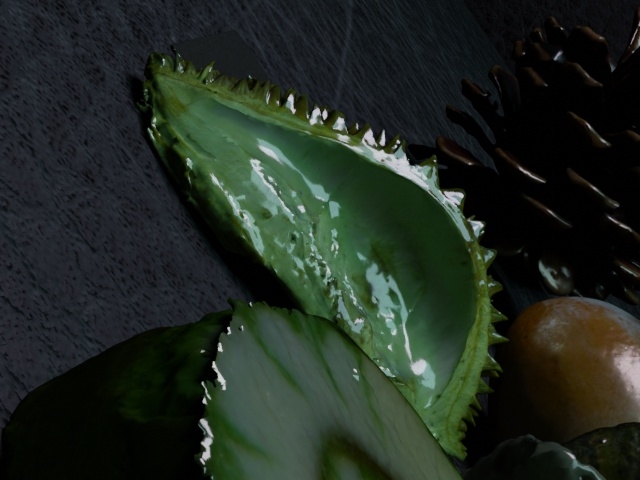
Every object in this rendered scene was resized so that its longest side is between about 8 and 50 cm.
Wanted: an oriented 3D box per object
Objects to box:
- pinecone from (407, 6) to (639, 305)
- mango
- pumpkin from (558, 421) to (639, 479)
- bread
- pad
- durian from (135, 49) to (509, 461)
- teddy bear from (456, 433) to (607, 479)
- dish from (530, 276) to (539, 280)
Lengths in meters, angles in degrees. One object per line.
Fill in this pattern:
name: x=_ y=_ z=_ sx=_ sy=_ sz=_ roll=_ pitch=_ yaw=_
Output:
pinecone: x=0.316 y=-0.121 z=1.595 sx=0.384 sy=0.384 sz=0.384 roll=49 pitch=18 yaw=-22
mango: x=0.264 y=0.220 z=1.197 sx=0.221 sy=0.199 sz=0.384 roll=48 pitch=29 yaw=-49
pumpkin: x=0.240 y=0.249 z=0.999 sx=0.238 sy=0.238 sz=0.159 roll=54 pitch=8 yaw=-5
bread: x=0.007 y=0.212 z=0.597 sx=0.366 sy=0.129 sz=0.382 roll=49 pitch=19 yaw=-31
pad: x=-0.068 y=-0.134 z=1.252 sx=0.143 sy=0.003 sz=0.211 roll=55 pitch=16 yaw=-2
durian: x=-0.006 y=0.002 z=1.067 sx=0.394 sy=0.163 sz=0.198 roll=48 pitch=57 yaw=-13
teddy bear: x=0.187 y=0.285 z=0.816 sx=0.367 sy=0.224 sz=0.357 roll=29 pitch=-38 yaw=23
dish: x=0.304 y=-0.006 z=1.887 sx=0.151 sy=0.077 sz=0.212 roll=59 pitch=9 yaw=17
